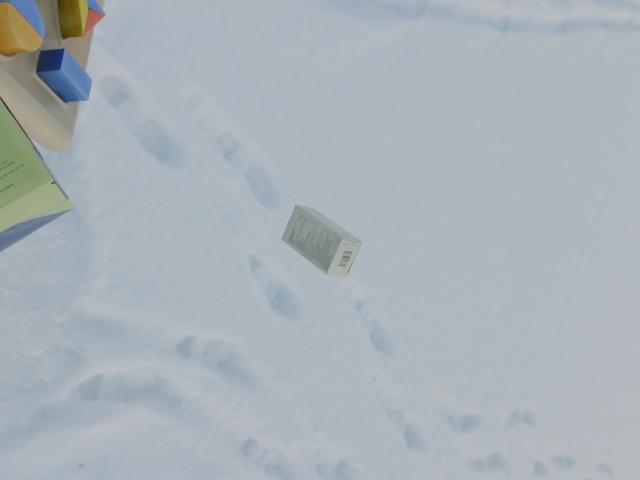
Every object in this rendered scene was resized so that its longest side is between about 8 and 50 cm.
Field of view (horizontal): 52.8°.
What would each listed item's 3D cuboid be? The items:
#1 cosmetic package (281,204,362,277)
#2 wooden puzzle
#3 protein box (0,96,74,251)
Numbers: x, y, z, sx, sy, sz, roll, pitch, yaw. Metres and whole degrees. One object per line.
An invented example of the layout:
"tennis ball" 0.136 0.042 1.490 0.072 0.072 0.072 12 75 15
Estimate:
"cosmetic package" 0.000 0.000 0.910 0.041 0.115 0.060 10 110 -43
"wooden puzzle" -0.471 -0.373 1.101 0.322 0.081 0.347 63 31 -66
"protein box" -0.450 -0.085 0.778 0.200 0.136 0.201 -35 87 -16
